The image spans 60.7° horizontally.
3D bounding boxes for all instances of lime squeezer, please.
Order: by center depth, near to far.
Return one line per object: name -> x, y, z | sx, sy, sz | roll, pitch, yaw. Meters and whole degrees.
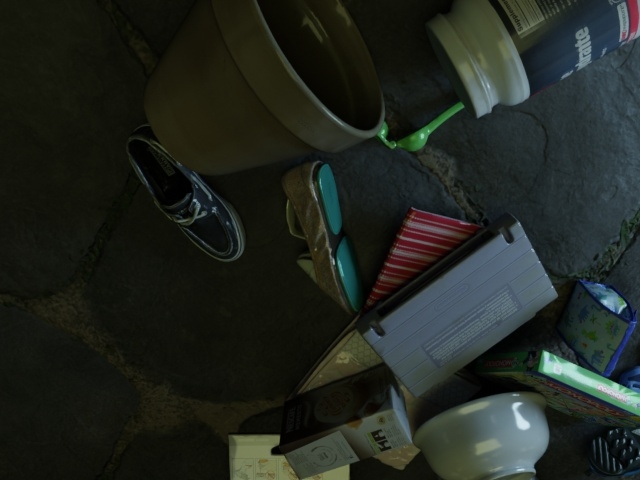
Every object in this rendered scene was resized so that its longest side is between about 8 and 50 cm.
lime squeezer -> 0.124, -0.210, 0.947 | 0.310, 0.059, 0.110 | 2, 116, 1

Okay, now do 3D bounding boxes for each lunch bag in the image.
lunch bag -> 0.547, 0.169, 1.066 | 0.096, 0.151, 0.129 | 10, 114, -3

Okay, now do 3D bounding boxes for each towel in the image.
towel -> 0.201, 0.074, 1.068 | 0.199, 0.031, 0.275 | 11, 116, -22
towel -> 0.136, 0.346, 1.212 | 0.332, 0.053, 0.317 | 31, 112, -12

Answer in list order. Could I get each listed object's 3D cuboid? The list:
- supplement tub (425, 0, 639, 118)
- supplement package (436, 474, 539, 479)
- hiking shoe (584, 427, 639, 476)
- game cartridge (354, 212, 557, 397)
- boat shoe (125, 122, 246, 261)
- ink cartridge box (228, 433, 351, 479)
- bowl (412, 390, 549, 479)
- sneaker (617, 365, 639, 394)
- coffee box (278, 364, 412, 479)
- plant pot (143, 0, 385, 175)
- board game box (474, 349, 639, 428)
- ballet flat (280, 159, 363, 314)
supplement tub -> 0.317, -0.324, 0.814 | 0.272, 0.191, 0.191 | -29, 112, 14
supplement package -> 0.436, 0.655, 1.271 | 0.199, 0.198, 0.263 | -34, 110, 16
hiking shoe -> 0.746, 0.450, 1.239 | 0.304, 0.113, 0.132 | -17, 144, 2
game cartridge -> 0.268, 0.134, 1.060 | 0.355, 0.068, 0.230 | -36, 124, 4
boat shoe -> -0.242, -0.072, 0.992 | 0.108, 0.102, 0.301 | -25, 112, 12
ink cartridge box -> -0.072, 0.587, 1.323 | 0.296, 0.066, 0.261 | 0, 90, 1
bowl -> 0.351, 0.438, 1.138 | 0.298, 0.134, 0.298 | -9, 142, -7
sneaker -> 0.676, 0.340, 1.195 | 0.053, 0.059, 0.144 | 15, 114, -4
coffee box -> 0.049, 0.371, 1.121 | 0.246, 0.141, 0.098 | -23, 111, 11
plant pot -> -0.103, -0.238, 0.824 | 0.280, 0.323, 0.323 | -26, 113, 30
board game box -> 0.507, 0.306, 1.114 | 0.317, 0.213, 0.046 | 25, 71, -10
ballet flat -> 0.000, 0.000, 1.037 | 0.106, 0.107, 0.316 | -5, 111, 26
